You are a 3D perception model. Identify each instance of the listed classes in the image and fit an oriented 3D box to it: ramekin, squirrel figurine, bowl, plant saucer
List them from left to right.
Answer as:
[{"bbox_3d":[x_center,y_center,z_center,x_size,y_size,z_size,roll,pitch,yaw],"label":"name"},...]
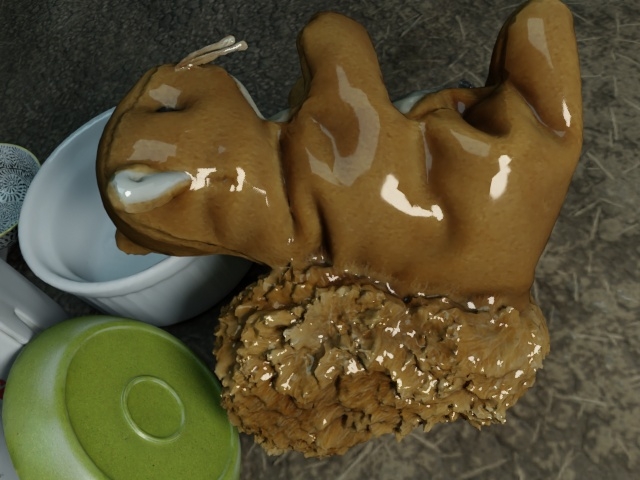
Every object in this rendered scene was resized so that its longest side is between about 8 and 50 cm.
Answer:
[{"bbox_3d":[-0.446,-0.043,0.879,0.170,0.080,0.170,-3,57,5],"label":"bowl"},{"bbox_3d":[-0.158,0.160,0.580,0.037,0.241,0.241,-41,50,24],"label":"plant saucer"},{"bbox_3d":[-0.203,-0.030,0.779,0.277,0.135,0.277,-9,55,13],"label":"ramekin"},{"bbox_3d":[0.000,0.000,0.564,0.371,0.281,0.396,-1,83,-19],"label":"squirrel figurine"}]

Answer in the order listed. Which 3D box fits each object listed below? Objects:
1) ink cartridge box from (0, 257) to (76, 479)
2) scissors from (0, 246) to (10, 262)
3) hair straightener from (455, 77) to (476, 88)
[{"bbox_3d":[-0.442,0.186,0.621,0.395,0.285,0.166,-37,54,-8],"label":"ink cartridge box"},{"bbox_3d":[-0.445,-0.018,0.920,0.109,0.021,0.297,-27,53,-3],"label":"scissors"},{"bbox_3d":[0.186,-0.155,0.797,0.230,0.047,0.089,-28,53,4],"label":"hair straightener"}]
